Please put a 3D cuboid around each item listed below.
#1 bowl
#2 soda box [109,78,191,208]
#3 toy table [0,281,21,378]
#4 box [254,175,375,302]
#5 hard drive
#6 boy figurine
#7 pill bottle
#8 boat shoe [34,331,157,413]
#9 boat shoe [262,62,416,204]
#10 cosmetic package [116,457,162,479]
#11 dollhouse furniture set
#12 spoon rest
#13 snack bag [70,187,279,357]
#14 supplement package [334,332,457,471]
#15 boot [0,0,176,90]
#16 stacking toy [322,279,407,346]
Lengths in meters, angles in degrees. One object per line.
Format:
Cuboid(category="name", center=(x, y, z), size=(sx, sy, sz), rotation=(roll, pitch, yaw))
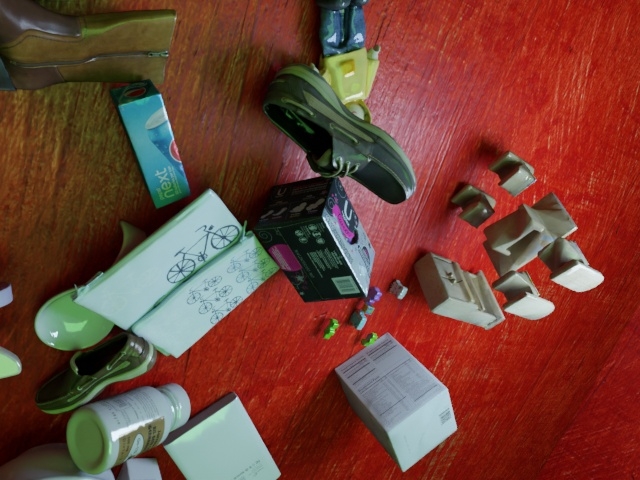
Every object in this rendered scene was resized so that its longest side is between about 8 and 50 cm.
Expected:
Cuboid(category="bowl", center=(-0.563, 0.517, 1.036), size=(0.297, 0.134, 0.298), rotation=(-13, 132, -15))
Cuboid(category="soda box", center=(-0.292, -0.164, 0.878), size=(0.071, 0.067, 0.210), rotation=(-24, 137, -19))
Cuboid(category="toy table", center=(-0.629, 0.166, 0.782), size=(0.274, 0.252, 0.161), rotation=(-7, 101, -17))
Cuboid(category="box", center=(0.000, 0.000, 1.082), size=(0.163, 0.142, 0.247), rotation=(-9, 133, 25))
Cuboid(category="hard drive", center=(-0.246, 0.562, 1.297), size=(0.203, 0.040, 0.308), rotation=(-31, 118, -19))
Cuboid(category="boy figurine", center=(0.045, -0.336, 1.007), size=(0.177, 0.092, 0.285), rotation=(-18, 120, -26))
Cuboid(category="pill bottle", center=(-0.388, 0.378, 1.048), size=(0.229, 0.131, 0.131), rotation=(-3, 119, -61))
Cuboid(category="boat shoe", center=(-0.455, 0.248, 0.981), size=(0.257, 0.095, 0.095), rotation=(-28, 136, 2))
Cuboid(category="boat shoe", center=(0.029, -0.178, 0.978), size=(0.355, 0.132, 0.130), rotation=(39, 60, -9))
Cuboid(category="cosmetic package", center=(-0.408, 0.623, 1.142), size=(0.085, 0.231, 0.117), rotation=(16, 105, -37))
Cuboid(category="dollhouse furniture set", center=(0.489, 0.050, 1.325), size=(0.256, 0.362, 0.394), rotation=(19, 131, -36))
Cuboid(category="spoon rest", center=(-0.424, 0.097, 0.950), size=(0.137, 0.084, 0.276), rotation=(32, 94, -38))
Cuboid(category="snack bag", center=(-0.260, 0.080, 1.008), size=(0.323, 0.037, 0.342), rotation=(-40, 147, -8))
Cuboid(category="supplement package", center=(0.208, 0.442, 1.403), size=(0.198, 0.262, 0.199), rotation=(-31, 127, -15))
Cuboid(category="boot", center=(-0.341, -0.307, 0.708), size=(0.280, 0.096, 0.264), rotation=(-11, 153, -27))
Cuboid(category="stacking toy", center=(0.116, 0.181, 1.351), size=(0.167, 0.052, 0.221), rotation=(22, 104, -36))
